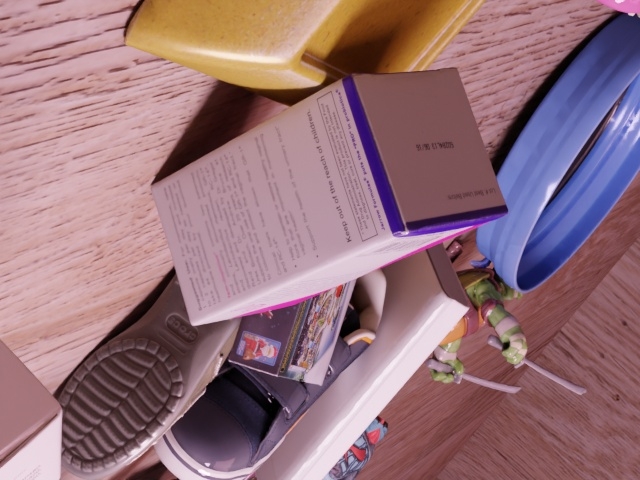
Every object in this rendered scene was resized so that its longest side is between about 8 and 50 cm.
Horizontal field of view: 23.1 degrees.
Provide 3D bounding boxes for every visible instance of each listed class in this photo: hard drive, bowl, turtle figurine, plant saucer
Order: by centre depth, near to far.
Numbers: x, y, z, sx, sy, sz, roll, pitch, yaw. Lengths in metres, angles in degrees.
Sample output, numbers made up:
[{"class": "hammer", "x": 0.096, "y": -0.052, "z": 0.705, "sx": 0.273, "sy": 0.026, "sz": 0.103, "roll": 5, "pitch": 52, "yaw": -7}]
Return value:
[{"class": "plant saucer", "x": 0.062, "y": -0.209, "z": 1.031, "sx": 0.333, "sy": 0.081, "sz": 0.332, "roll": -49, "pitch": 166, "yaw": 10}, {"class": "hard drive", "x": 0.029, "y": 0.124, "z": 1.664, "sx": 0.307, "sy": 0.040, "sz": 0.203, "roll": -52, "pitch": -155, "yaw": 19}, {"class": "bowl", "x": 0.327, "y": -0.115, "z": 1.920, "sx": 0.391, "sy": 0.077, "sz": 0.391, "roll": -46, "pitch": 160, "yaw": -22}, {"class": "turtle figurine", "x": 0.180, "y": 0.158, "z": 2.015, "sx": 0.266, "sy": 0.198, "sz": 0.275, "roll": -23, "pitch": 115, "yaw": -18}]

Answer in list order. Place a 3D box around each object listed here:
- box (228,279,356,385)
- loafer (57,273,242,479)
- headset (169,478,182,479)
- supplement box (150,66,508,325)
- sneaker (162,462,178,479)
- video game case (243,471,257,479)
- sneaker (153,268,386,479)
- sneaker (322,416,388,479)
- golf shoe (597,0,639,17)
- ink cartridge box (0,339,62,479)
[{"class": "box", "x": 0.000, "y": 0.000, "z": 1.288, "sx": 0.159, "sy": 0.044, "sz": 0.233, "roll": 32, "pitch": 75, "yaw": -74}, {"class": "loafer", "x": -0.121, "y": 0.102, "z": 1.308, "sx": 0.251, "sy": 0.094, "sz": 0.087, "roll": -46, "pitch": 161, "yaw": -1}, {"class": "headset", "x": -0.199, "y": 0.275, "z": 1.401, "sx": 0.243, "sy": 0.185, "sz": 0.394, "roll": -18, "pitch": -177, "yaw": -4}, {"class": "supplement box", "x": 0.001, "y": -0.028, "z": 1.081, "sx": 0.111, "sy": 0.114, "sz": 0.220, "roll": -10, "pitch": 168, "yaw": -47}, {"class": "sneaker", "x": -0.101, "y": 0.195, "z": 1.680, "sx": 0.089, "sy": 0.051, "sz": 0.170, "roll": -32, "pitch": 171, "yaw": -44}, {"class": "video game case", "x": -0.100, "y": 0.324, "z": 2.052, "sx": 0.232, "sy": 0.042, "sz": 0.210, "roll": -48, "pitch": 164, "yaw": 6}, {"class": "sneaker", "x": -0.042, "y": 0.107, "z": 1.489, "sx": 0.127, "sy": 0.126, "sz": 0.321, "roll": -51, "pitch": 177, "yaw": 37}, {"class": "sneaker", "x": 0.011, "y": 0.250, "z": 1.931, "sx": 0.125, "sy": 0.104, "sz": 0.262, "roll": -65, "pitch": 155, "yaw": -10}, {"class": "golf shoe", "x": 0.344, "y": -0.322, "z": 1.486, "sx": 0.306, "sy": 0.115, "sz": 0.140, "roll": -42, "pitch": 155, "yaw": -39}, {"class": "ink cartridge box", "x": -0.234, "y": 0.112, "z": 0.875, "sx": 0.100, "sy": 0.172, "sz": 0.237, "roll": -39, "pitch": 163, "yaw": -27}]
